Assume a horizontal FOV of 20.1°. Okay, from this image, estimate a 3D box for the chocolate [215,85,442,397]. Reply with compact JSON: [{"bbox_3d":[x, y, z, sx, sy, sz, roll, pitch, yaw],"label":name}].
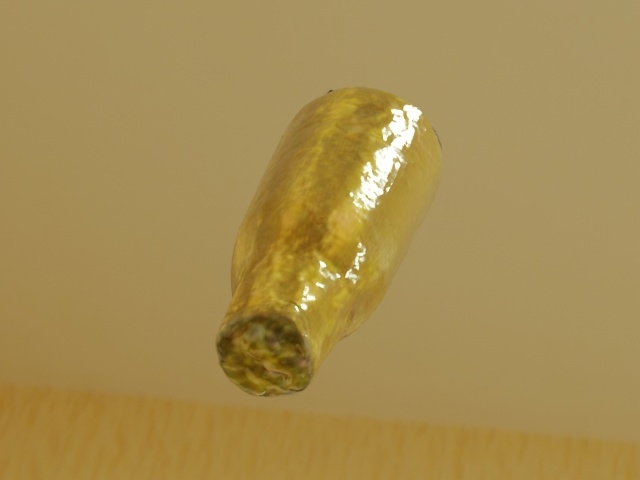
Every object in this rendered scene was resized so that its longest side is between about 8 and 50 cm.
[{"bbox_3d":[0.000,0.000,0.774,0.085,0.219,0.086,4,-68,10],"label":"chocolate"}]
